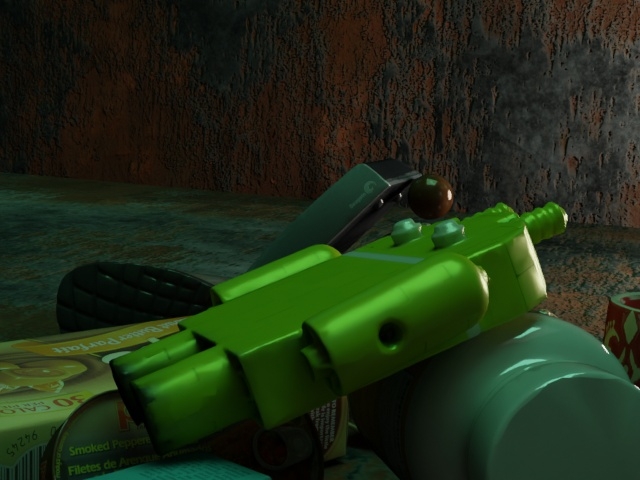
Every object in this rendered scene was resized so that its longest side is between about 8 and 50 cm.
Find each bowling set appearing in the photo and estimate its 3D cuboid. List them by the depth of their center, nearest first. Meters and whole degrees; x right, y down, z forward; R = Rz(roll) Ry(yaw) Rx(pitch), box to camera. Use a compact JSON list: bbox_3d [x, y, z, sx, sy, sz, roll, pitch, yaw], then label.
[{"bbox_3d":[0.165,0.021,1.313,0.287,0.199,0.154,12,10,29],"label":"bowling set"}]

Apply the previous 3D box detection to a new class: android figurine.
[{"bbox_3d":[0.015,0.038,0.634,0.273,0.056,0.248,-23,8,-14],"label":"android figurine"}]

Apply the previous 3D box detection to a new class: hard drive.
[{"bbox_3d":[0.000,0.000,1.292,0.054,0.255,0.172,48,19,8],"label":"hard drive"}]

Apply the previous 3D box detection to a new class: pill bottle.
[{"bbox_3d":[0.106,0.105,0.654,0.136,0.136,0.246,1,4,-11],"label":"pill bottle"}]

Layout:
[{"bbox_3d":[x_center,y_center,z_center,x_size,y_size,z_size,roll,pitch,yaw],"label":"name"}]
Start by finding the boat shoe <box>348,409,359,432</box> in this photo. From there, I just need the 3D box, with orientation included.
[{"bbox_3d":[0.143,0.137,0.848,0.285,0.104,0.089,-4,7,36],"label":"boat shoe"}]

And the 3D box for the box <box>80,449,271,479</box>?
[{"bbox_3d":[-0.130,0.170,0.480,0.060,0.100,0.244,9,10,44],"label":"box"}]

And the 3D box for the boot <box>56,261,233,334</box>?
[{"bbox_3d":[-0.089,0.086,1.109,0.338,0.118,0.223,13,4,-6],"label":"boot"}]

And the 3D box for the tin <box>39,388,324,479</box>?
[{"bbox_3d":[-0.083,0.141,0.682,0.190,0.106,0.040,-2,-22,-38],"label":"tin"}]

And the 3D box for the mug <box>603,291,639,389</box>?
[{"bbox_3d":[0.230,0.121,0.702,0.113,0.169,0.150,8,10,32],"label":"mug"}]

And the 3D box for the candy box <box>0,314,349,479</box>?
[{"bbox_3d":[-0.152,0.127,0.803,0.316,0.087,0.183,-4,12,-43],"label":"candy box"}]
